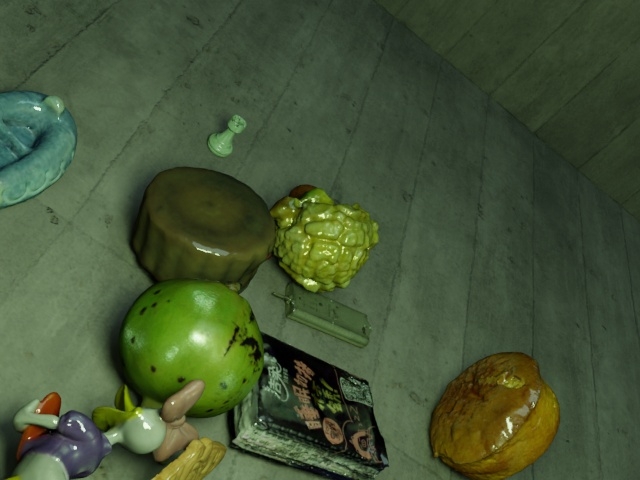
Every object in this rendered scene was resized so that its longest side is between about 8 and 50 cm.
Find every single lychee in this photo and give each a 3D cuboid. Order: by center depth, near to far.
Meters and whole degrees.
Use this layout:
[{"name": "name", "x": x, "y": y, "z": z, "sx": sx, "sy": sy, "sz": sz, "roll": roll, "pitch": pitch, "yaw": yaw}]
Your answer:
[{"name": "lychee", "x": -0.030, "y": -0.079, "z": 2.135, "sx": 0.101, "sy": 0.115, "sz": 0.140, "roll": -10, "pitch": 39, "yaw": -23}]

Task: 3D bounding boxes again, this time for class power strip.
[{"name": "power strip", "x": 0.003, "y": 0.167, "z": 1.972, "sx": 0.267, "sy": 0.034, "sz": 0.092, "roll": 25, "pitch": 39, "yaw": -27}]

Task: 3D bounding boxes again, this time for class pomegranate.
[{"name": "pomegranate", "x": -0.234, "y": 0.220, "z": 1.509, "sx": 0.260, "sy": 0.260, "sz": 0.341, "roll": 26, "pitch": 68, "yaw": -25}]

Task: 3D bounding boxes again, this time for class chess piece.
[{"name": "chess piece", "x": -0.226, "y": -0.260, "z": 2.116, "sx": 0.067, "sy": 0.103, "sz": 0.067, "roll": 28, "pitch": 38, "yaw": -24}]

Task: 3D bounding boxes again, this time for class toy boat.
[{"name": "toy boat", "x": -0.591, "y": -0.194, "z": 1.651, "sx": 0.215, "sy": 0.123, "sz": 0.330, "roll": 45, "pitch": 35, "yaw": 2}]

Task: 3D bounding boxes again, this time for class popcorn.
[{"name": "popcorn", "x": 0.000, "y": 0.000, "z": 1.951, "sx": 0.257, "sy": 0.224, "sz": 0.270, "roll": 28, "pitch": -5, "yaw": 45}]

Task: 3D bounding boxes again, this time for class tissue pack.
[{"name": "tissue pack", "x": -0.030, "y": 0.330, "z": 1.697, "sx": 0.332, "sy": 0.123, "sz": 0.245, "roll": 28, "pitch": 32, "yaw": -29}]

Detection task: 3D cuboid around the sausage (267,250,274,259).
[{"name": "sausage", "x": -0.158, "y": 0.051, "z": 1.928, "sx": 0.029, "sy": 0.029, "sz": 0.223, "roll": 49, "pitch": 34, "yaw": 5}]

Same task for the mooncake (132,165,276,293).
[{"name": "mooncake", "x": -0.241, "y": -0.014, "z": 1.771, "sx": 0.290, "sy": 0.161, "sz": 0.290, "roll": 20, "pitch": 37, "yaw": -16}]

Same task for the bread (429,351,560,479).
[{"name": "bread", "x": 0.388, "y": 0.388, "z": 1.907, "sx": 0.172, "sy": 0.312, "sz": 0.312, "roll": 45, "pitch": 33, "yaw": -16}]

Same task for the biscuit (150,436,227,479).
[{"name": "biscuit", "x": -0.221, "y": 0.386, "z": 1.413, "sx": 0.035, "sy": 0.162, "sz": 0.250, "roll": 39, "pitch": 21, "yaw": 14}]

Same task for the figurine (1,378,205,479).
[{"name": "figurine", "x": -0.362, "y": 0.317, "z": 1.268, "sx": 0.193, "sy": 0.154, "sz": 0.420, "roll": 32, "pitch": 38, "yaw": 28}]
